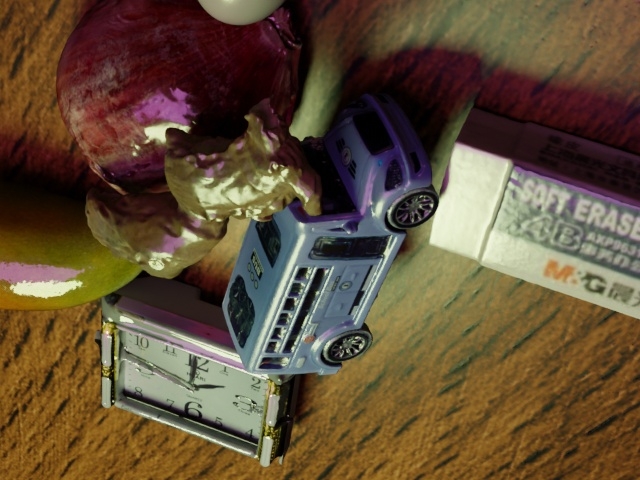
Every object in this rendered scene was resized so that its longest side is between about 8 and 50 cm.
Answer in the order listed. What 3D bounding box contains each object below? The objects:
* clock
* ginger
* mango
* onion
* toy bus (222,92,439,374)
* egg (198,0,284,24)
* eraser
[{"bbox_3d":[-0.141,0.149,1.318,0.253,0.083,0.186,19,130,11],"label":"clock"},{"bbox_3d":[-0.120,-0.037,1.011,0.290,0.084,0.122,-20,116,41],"label":"ginger"},{"bbox_3d":[-0.321,0.008,1.252,0.289,0.146,0.129,8,142,16],"label":"mango"},{"bbox_3d":[-0.136,-0.134,1.079,0.283,0.120,0.227,-29,114,37],"label":"onion"},{"bbox_3d":[0.000,0.000,1.079,0.133,0.125,0.292,-3,138,-26],"label":"toy bus"},{"bbox_3d":[-0.065,-0.249,0.967,0.103,0.103,0.135,18,127,11],"label":"egg"},{"bbox_3d":[0.245,-0.014,1.017,0.279,0.081,0.124,19,130,11],"label":"eraser"}]
